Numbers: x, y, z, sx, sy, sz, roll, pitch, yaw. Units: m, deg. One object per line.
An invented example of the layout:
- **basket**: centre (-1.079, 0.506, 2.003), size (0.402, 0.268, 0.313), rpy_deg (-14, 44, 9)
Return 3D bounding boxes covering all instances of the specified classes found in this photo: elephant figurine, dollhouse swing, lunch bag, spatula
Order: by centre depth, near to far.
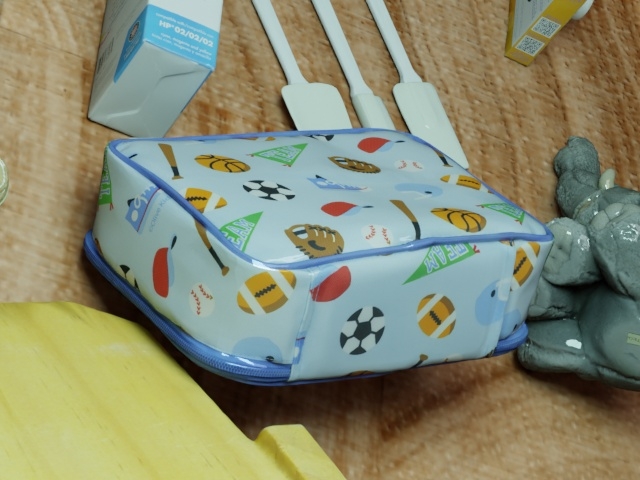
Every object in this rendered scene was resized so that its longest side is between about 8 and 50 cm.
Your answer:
- **dollhouse swing**: centre (-0.193, 0.222, 1.196), size (0.347, 0.305, 0.315), rpy_deg (-1, 101, -35)
- **lunch bag**: centre (0.000, 0.000, 1.401), size (0.303, 0.115, 0.243), rpy_deg (-3, 25, -37)
- **elephant figurine**: centre (0.255, 0.016, 1.589), size (0.239, 0.169, 0.186), rpy_deg (-34, 110, -59)
- **spatula**: centre (0.016, -0.159, 1.635), size (0.168, 0.019, 0.242), rpy_deg (-6, 63, -35)

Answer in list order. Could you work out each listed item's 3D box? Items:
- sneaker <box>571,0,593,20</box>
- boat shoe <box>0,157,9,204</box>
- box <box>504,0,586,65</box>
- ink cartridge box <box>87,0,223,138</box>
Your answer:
- **sneaker**: centre (0.207, -0.259, 1.812), size (0.070, 0.051, 0.134), rpy_deg (14, 49, -23)
- **boat shoe**: centre (-0.287, -0.048, 1.315), size (0.190, 0.072, 0.068), rpy_deg (-2, 60, -35)
- **box**: centre (0.208, -0.223, 1.725), size (0.028, 0.136, 0.081), rpy_deg (25, 49, -17)
- **ink cartridge box**: centre (-0.119, -0.177, 1.497), size (0.061, 0.104, 0.181), rpy_deg (21, 50, -21)
